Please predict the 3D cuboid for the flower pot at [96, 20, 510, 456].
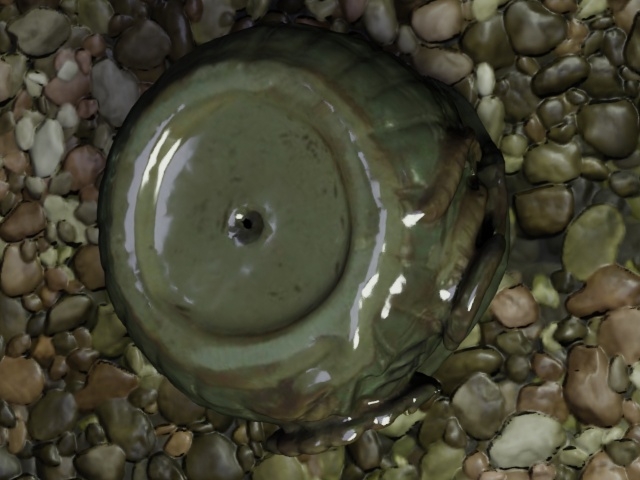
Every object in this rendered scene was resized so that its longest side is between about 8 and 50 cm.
[{"bbox_3d":[0.000,0.000,1.370,0.302,0.213,0.301,-1,87,21],"label":"flower pot"}]
